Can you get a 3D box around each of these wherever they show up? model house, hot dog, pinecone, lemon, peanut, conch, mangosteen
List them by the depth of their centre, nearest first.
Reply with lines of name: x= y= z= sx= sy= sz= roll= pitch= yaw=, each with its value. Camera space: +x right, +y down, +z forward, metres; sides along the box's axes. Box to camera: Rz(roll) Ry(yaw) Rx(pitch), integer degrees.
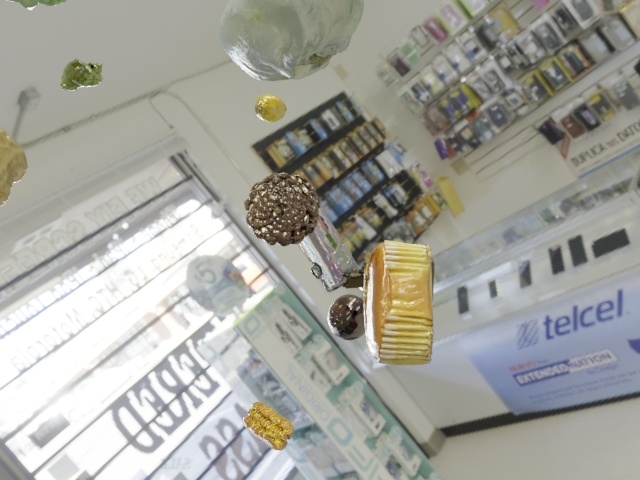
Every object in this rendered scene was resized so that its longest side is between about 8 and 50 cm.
hot dog: x=-0.116 y=0.412 z=1.286 sx=0.071 sy=0.045 sz=0.165 roll=-54 pitch=31 yaw=-16
peanut: x=-0.821 y=-0.185 z=1.401 sx=0.110 sy=0.196 sz=0.232 roll=-19 pitch=43 yaw=19
conch: x=-0.616 y=-0.428 z=1.490 sx=0.121 sy=0.089 sz=0.074 roll=-32 pitch=-32 yaw=-6
pinecone: x=-0.096 y=-0.078 z=1.528 sx=0.208 sy=0.207 sz=0.208 roll=-38 pitch=4 yaw=3
model house: x=0.186 y=0.140 z=1.707 sx=0.244 sy=0.204 sz=0.211 roll=0 pitch=5 yaw=-10
lemon: x=-0.153 y=-0.396 z=1.733 sx=0.111 sy=0.082 sz=0.082 roll=-1 pitch=-28 yaw=-48
mangosteen: x=0.113 y=0.275 z=2.066 sx=0.172 sy=0.172 sz=0.184 roll=-37 pitch=-24 yaw=23

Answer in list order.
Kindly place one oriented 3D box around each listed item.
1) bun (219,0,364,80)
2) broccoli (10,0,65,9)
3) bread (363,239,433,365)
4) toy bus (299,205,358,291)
bun: x=-0.055 y=-0.503 z=1.349 sx=0.362 sy=0.211 sz=0.362 roll=-34 pitch=0 yaw=0
broccoli: x=-0.679 y=-0.673 z=1.384 sx=0.295 sy=0.245 sz=0.265 roll=-7 pitch=-26 yaw=-6
bread: x=0.178 y=0.144 z=1.350 sx=0.156 sy=0.287 sz=0.204 roll=2 pitch=-9 yaw=3
toy bus: x=0.000 y=0.000 z=1.820 sx=0.113 sy=0.316 sz=0.138 roll=-30 pitch=-5 yaw=-31
